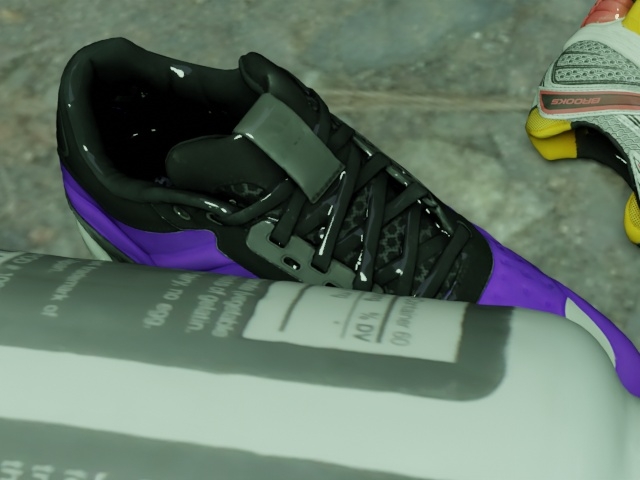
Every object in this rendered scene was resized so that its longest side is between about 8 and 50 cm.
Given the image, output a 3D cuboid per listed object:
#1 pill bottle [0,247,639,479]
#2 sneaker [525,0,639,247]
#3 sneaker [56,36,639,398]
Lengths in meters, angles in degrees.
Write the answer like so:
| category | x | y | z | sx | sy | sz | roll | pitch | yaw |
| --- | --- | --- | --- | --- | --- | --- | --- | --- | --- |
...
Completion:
| category | x | y | z | sx | sy | sz | roll | pitch | yaw |
| --- | --- | --- | --- | --- | --- | --- | --- | --- | --- |
| pill bottle | -0.012 | 0.115 | 0.448 | 0.361 | 0.204 | 0.204 | 7 | 57 | 10 |
| sneaker | 0.190 | -0.016 | 0.605 | 0.225 | 0.088 | 0.092 | 41 | 88 | 27 |
| sneaker | -0.001 | 0.000 | 0.559 | 0.293 | 0.146 | 0.102 | 26 | 62 | 20 |
